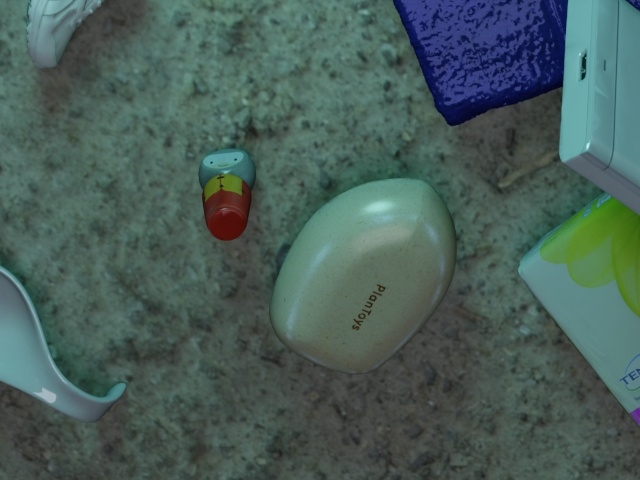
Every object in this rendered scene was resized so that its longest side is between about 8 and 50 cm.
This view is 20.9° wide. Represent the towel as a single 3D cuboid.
[{"bbox_3d":[0.241,-0.279,1.928,0.308,0.076,0.227,-21,107,7],"label":"towel"}]

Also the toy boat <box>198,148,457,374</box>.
[{"bbox_3d":[0.000,0.000,2.020,0.318,0.148,0.267,29,115,-18],"label":"toy boat"}]

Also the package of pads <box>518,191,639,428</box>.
[{"bbox_3d":[0.397,0.075,1.995,0.229,0.101,0.296,-38,89,30],"label":"package of pads"}]

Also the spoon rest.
[{"bbox_3d":[-0.360,0.128,2.098,0.276,0.084,0.137,38,108,-14],"label":"spoon rest"}]

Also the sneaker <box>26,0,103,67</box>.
[{"bbox_3d":[-0.254,-0.288,1.925,0.115,0.090,0.232,18,112,-10],"label":"sneaker"}]

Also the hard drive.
[{"bbox_3d":[0.395,-0.100,1.863,0.353,0.233,0.047,31,140,-30],"label":"hard drive"}]
